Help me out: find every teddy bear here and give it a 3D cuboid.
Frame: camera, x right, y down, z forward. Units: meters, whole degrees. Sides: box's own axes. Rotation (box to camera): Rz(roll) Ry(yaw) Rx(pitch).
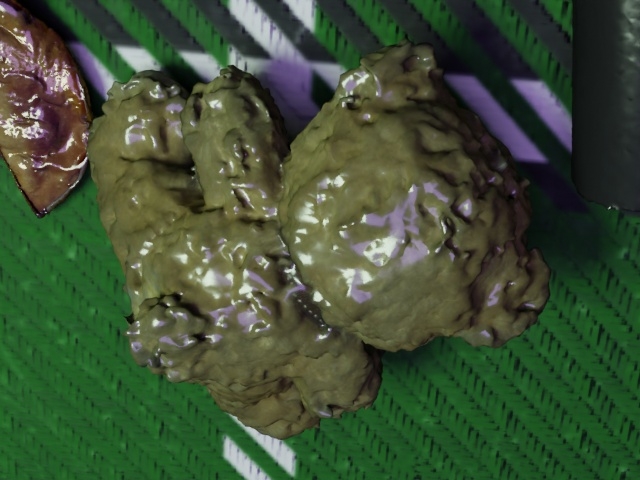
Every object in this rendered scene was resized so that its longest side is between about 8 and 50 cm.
[{"bbox_3d":[0.000,0.000,0.696,0.256,0.156,0.267,-23,108,15],"label":"teddy bear"}]

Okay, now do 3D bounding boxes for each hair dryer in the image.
[{"bbox_3d":[0.264,-0.119,0.647,0.251,0.089,0.197,-2,114,2],"label":"hair dryer"}]

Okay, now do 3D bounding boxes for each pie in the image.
[{"bbox_3d":[-0.197,-0.101,0.742,0.092,0.034,0.170,-28,107,23],"label":"pie"}]
